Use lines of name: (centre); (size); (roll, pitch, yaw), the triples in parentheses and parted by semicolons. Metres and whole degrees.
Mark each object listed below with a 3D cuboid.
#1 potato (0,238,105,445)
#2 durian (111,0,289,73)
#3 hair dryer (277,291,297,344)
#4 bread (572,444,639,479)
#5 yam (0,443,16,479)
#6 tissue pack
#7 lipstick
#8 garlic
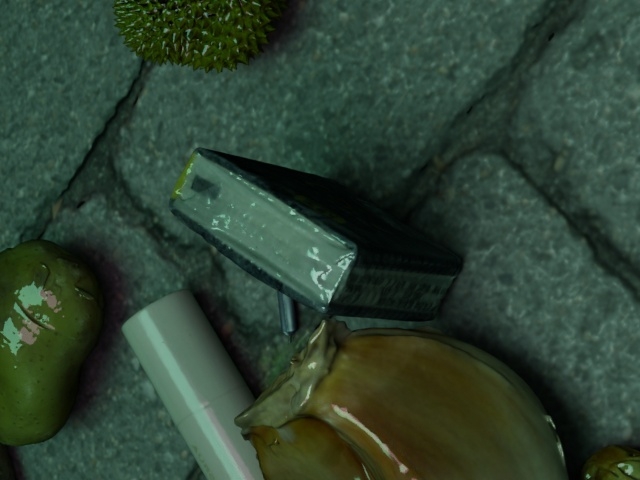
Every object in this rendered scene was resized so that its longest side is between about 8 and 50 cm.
potato: (-0.323, 0.114, 1.620); (0.169, 0.143, 0.248); (-125, 45, -58)
durian: (-0.129, -0.235, 1.432); (0.198, 0.159, 0.146); (-4, 90, 32)
hair dryer: (-0.042, 0.054, 1.500); (0.063, 0.037, 0.114); (2, 106, 33)
bread: (0.207, 0.341, 1.363); (0.077, 0.084, 0.367); (22, 113, -20)
yam: (-0.398, 0.295, 1.732); (0.070, 0.070, 0.146); (-15, 88, 32)
tissue pack: (0.000, 0.000, 1.326); (0.185, 0.257, 0.081); (34, 101, 24)
lipstick: (-0.093, 0.210, 1.521); (0.087, 0.087, 0.327); (-38, 78, 30)
garlic: (0.078, 0.221, 1.340); (0.313, 0.249, 0.286); (45, 109, 3)
